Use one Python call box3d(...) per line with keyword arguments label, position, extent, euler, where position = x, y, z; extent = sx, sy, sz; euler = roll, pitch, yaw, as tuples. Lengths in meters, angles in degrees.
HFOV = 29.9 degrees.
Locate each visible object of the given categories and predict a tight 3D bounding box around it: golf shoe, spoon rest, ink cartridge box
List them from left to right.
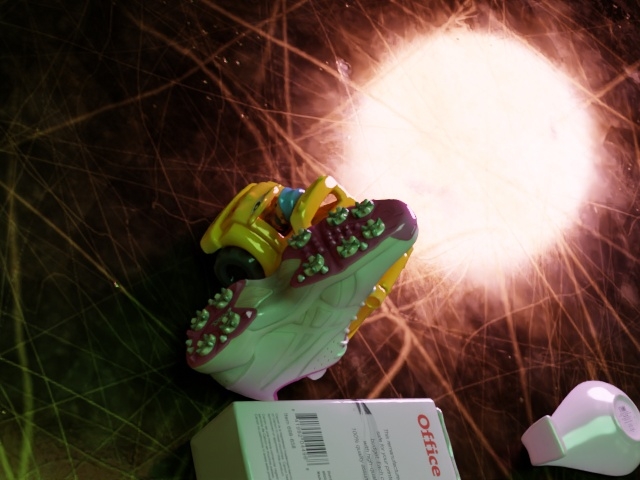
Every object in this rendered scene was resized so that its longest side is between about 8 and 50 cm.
box3d(label="golf shoe", position=(-0.003, 0.070, 1.325), extent=(0.140, 0.306, 0.115), euler=(45, 22, -28))
box3d(label="ink cartridge box", position=(0.017, 0.283, 1.304), extent=(0.273, 0.114, 0.197), euler=(4, 59, -33))
box3d(label="spoon rest", position=(0.351, 0.257, 1.603), extent=(0.276, 0.084, 0.137), euler=(2, 61, -50))

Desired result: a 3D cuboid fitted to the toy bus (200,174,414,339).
box3d(label="toy bus", position=(0.000, 0.000, 1.413), extent=(0.220, 0.211, 0.149), euler=(40, 48, -6))
